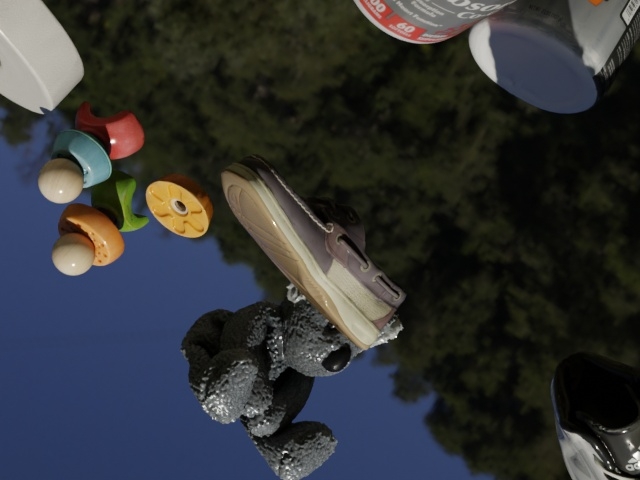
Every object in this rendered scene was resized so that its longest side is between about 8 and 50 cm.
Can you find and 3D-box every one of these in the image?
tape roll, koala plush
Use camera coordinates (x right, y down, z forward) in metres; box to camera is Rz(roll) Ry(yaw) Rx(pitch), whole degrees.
[{"bbox_3d":[-0.478,-0.323,1.755,0.392,0.072,0.392,37,165,12],"label":"tape roll"},{"bbox_3d":[-0.026,0.113,1.520,0.196,0.221,0.203,47,-174,-34],"label":"koala plush"}]

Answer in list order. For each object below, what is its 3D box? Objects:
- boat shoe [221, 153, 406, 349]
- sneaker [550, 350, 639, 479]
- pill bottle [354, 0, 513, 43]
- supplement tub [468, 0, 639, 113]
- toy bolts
[{"bbox_3d":[0.000,0.000,1.343,0.103,0.092,0.285,33,165,48],"label":"boat shoe"},{"bbox_3d":[0.367,0.314,1.481,0.257,0.169,0.448,51,-171,-52],"label":"sneaker"},{"bbox_3d":[0.190,-0.379,1.562,0.210,0.210,0.363,21,162,-21],"label":"pill bottle"},{"bbox_3d":[0.365,-0.360,1.830,0.207,0.338,0.207,28,162,10],"label":"supplement tub"},{"bbox_3d":[-0.284,-0.053,1.818,0.218,0.229,0.158,9,-135,30],"label":"toy bolts"}]
